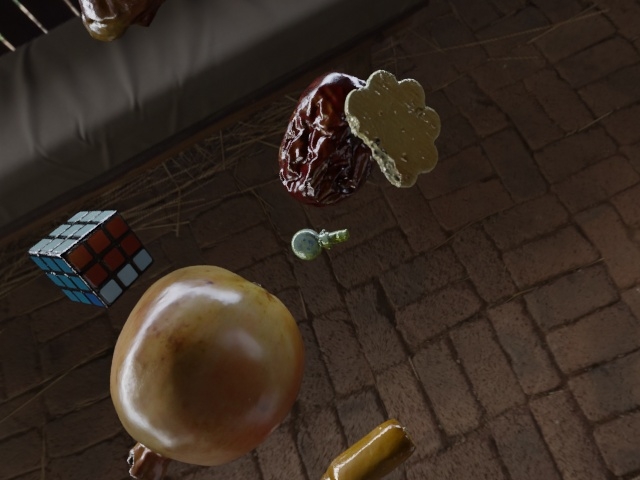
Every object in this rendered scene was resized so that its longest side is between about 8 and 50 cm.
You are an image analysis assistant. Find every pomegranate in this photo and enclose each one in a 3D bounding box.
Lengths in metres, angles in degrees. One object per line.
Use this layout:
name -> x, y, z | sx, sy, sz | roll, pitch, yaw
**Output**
pomegranate -> -0.153, 0.171, 0.532 | 0.252, 0.229, 0.270 | 6, 63, 55

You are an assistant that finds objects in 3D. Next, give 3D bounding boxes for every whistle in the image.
whistle -> 0.000, 0.000, 1.329 | 0.198, 0.057, 0.104 | -16, 107, 19

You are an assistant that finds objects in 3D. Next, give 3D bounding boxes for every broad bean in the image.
broad bean -> -0.308, -0.424, 0.668 | 0.228, 0.122, 0.156 | -44, 64, 27

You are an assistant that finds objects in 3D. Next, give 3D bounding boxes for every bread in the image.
bread -> 0.171, -0.249, 0.901 | 0.182, 0.039, 0.251 | -43, 110, -10

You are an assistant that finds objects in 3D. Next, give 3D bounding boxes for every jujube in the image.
jujube -> 0.036, -0.281, 1.185 | 0.276, 0.276, 0.376 | 31, 112, 15

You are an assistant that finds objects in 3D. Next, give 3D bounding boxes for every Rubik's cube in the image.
Rubik's cube -> -0.518, 0.038, 0.944 | 0.162, 0.160, 0.163 | 0, 40, 31

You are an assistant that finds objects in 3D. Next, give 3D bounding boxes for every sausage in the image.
sausage -> 0.113, 0.625, 1.143 | 0.328, 0.112, 0.112 | -37, 72, 2
